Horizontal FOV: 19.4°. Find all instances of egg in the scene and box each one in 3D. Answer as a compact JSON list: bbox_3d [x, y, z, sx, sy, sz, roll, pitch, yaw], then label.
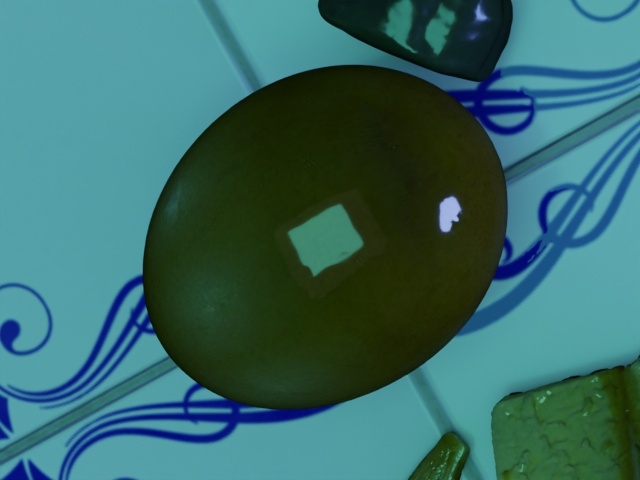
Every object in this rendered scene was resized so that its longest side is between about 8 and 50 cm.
[{"bbox_3d":[0.000,0.000,1.644,0.351,0.282,0.282,-37,88,28],"label":"egg"}]

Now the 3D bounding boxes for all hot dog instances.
[{"bbox_3d":[0.100,0.244,1.784,0.044,0.028,0.137,41,105,33],"label":"hot dog"}]

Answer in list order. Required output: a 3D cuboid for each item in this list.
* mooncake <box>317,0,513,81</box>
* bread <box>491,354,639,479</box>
[{"bbox_3d":[0.089,-0.210,1.677,0.175,0.168,0.104,22,94,-22],"label":"mooncake"},{"bbox_3d":[0.306,0.230,1.706,0.263,0.198,0.236,-15,61,15],"label":"bread"}]
